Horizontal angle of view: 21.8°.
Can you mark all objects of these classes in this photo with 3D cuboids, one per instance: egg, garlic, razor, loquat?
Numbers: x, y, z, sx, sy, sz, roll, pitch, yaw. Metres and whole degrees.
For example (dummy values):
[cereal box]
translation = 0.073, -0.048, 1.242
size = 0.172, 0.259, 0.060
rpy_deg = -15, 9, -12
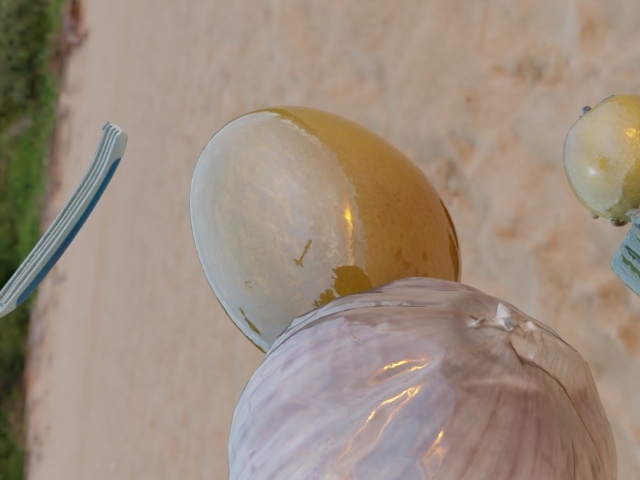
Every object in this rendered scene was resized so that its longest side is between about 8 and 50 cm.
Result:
[egg]
translation = 0.000, 0.000, 1.720
size = 0.322, 0.250, 0.250
rpy_deg = 44, 146, 20
[garlic]
translation = 0.080, 0.161, 1.194
size = 0.259, 0.317, 0.317
rpy_deg = -54, 17, 14
[razor]
translation = -0.207, -0.007, 1.283
size = 0.191, 0.037, 0.068
rpy_deg = -52, 49, -1
[loquat]
translation = 0.392, -0.097, 2.159
size = 0.172, 0.149, 0.205
rpy_deg = 75, -174, -64

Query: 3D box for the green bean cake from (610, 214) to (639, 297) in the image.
[green bean cake]
translation = 0.491, -0.020, 2.040
size = 0.125, 0.227, 0.223
rpy_deg = 45, 129, 25
